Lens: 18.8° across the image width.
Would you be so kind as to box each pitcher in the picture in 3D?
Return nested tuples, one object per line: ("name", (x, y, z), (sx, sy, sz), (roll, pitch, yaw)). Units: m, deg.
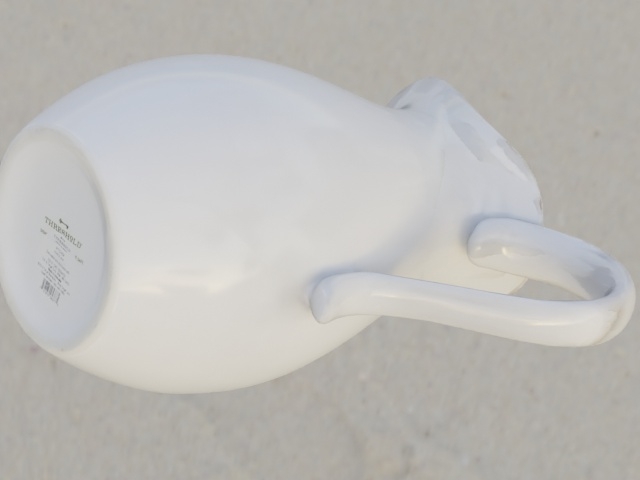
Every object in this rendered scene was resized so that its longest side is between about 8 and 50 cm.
("pitcher", (0.000, 0.000, 0.724), (0.207, 0.125, 0.178), (-6, 26, -39))
